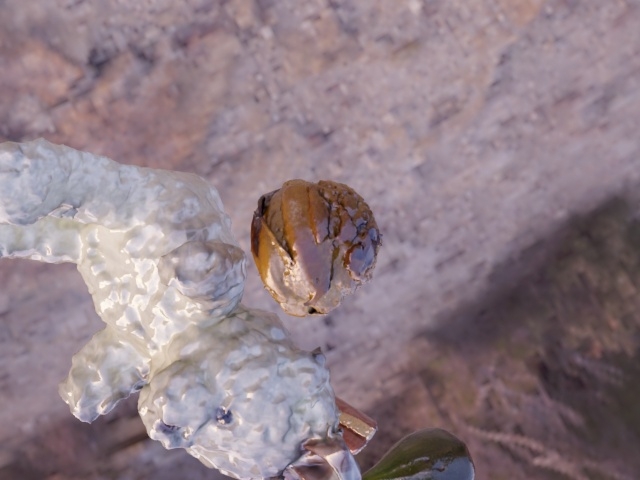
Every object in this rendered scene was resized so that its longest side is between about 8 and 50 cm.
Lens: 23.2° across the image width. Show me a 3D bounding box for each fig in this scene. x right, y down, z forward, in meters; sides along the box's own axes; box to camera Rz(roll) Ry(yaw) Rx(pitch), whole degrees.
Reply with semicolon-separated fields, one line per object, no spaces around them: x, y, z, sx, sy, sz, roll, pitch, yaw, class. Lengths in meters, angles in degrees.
0.127;0.318;2.182;0.177;0.117;0.117;-3;152;-16;fig

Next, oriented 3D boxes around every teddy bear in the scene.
-0.166;0.112;1.483;0.375;0.362;0.327;2;156;-38;teddy bear

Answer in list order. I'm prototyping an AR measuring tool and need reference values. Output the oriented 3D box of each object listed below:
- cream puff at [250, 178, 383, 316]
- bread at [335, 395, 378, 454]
0.000;0.000;1.352;0.104;0.119;0.133;-19;-165;33;cream puff
-0.006;0.216;1.894;0.067;0.192;0.119;-47;149;-23;bread
